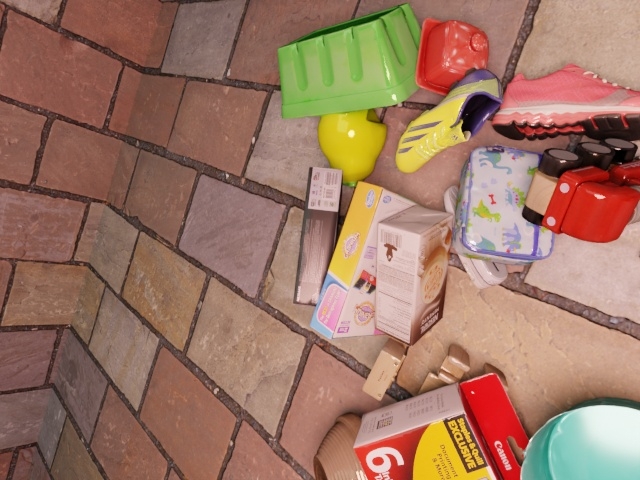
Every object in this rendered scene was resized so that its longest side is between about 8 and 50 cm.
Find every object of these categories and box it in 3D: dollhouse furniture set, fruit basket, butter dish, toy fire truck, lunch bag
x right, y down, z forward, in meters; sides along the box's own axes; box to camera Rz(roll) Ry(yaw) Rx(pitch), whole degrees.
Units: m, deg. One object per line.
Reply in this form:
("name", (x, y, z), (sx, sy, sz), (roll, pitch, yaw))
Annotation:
("dollhouse furniture set", (0.231, 0.311, 0.870), (0.241, 0.161, 0.212), (28, 101, 15))
("fruit basket", (0.091, -0.342, 1.034), (0.391, 0.283, 0.393), (25, 139, 24))
("butter dish", (0.301, -0.399, 0.876), (0.118, 0.160, 0.160), (-177, 97, -70))
("toy fire truck", (0.475, -0.034, 0.633), (0.246, 0.216, 0.159), (50, 145, 48))
("lunch bag", (0.355, -0.067, 0.787), (0.175, 0.090, 0.219), (11, 78, 4))

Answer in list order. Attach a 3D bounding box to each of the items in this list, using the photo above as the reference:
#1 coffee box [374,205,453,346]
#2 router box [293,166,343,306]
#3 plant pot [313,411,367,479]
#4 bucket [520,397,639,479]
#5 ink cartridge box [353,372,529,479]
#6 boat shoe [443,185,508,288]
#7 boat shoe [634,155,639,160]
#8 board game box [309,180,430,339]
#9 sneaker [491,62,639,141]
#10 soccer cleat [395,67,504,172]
("coffee box", (0.191, 0.069, 0.852), (0.098, 0.141, 0.247), (19, 122, 39))
("router box", (0.000, 0.000, 1.010), (0.080, 0.243, 0.310), (7, 85, 3))
("plant pot", (0.055, 0.511, 0.891), (0.237, 0.109, 0.238), (170, 90, -69))
("bucket", (0.459, 0.373, 0.610), (0.280, 0.183, 0.282), (-8, 76, 34))
("ink cartridge box", (0.249, 0.430, 0.716), (0.271, 0.130, 0.310), (-26, 87, 14))
("boat shoe", (0.305, -0.004, 0.868), (0.076, 0.083, 0.227), (-51, 49, 55))
("boat shoe", (0.602, -0.135, 0.678), (0.142, 0.049, 0.040), (-9, 77, 39))
("board game box", (0.121, 0.054, 0.904), (0.064, 0.242, 0.317), (23, 96, 39))
("sneaker", (0.482, -0.264, 0.752), (0.313, 0.115, 0.136), (13, 89, 39))
("soccer cleat", (0.267, -0.237, 0.894), (0.289, 0.093, 0.121), (-46, 40, 40))
